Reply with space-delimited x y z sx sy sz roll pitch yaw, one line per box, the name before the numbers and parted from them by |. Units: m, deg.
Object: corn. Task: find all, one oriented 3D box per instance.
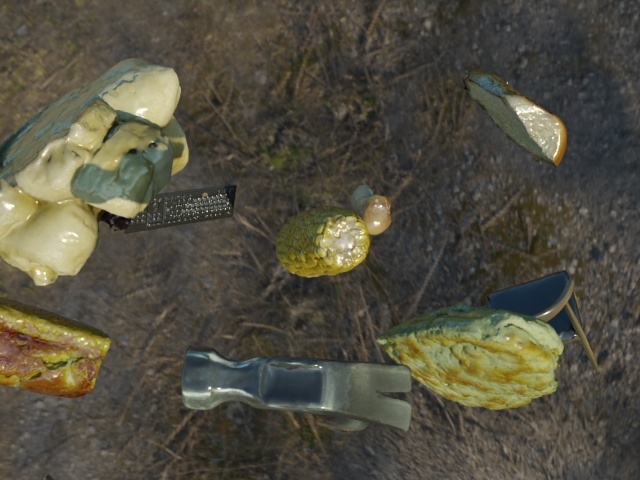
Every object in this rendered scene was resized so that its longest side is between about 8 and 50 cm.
corn | 0.000 0.000 1.160 0.101 0.310 0.102 1 84 -12

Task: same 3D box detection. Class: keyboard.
keyboard | -0.223 -0.051 1.336 0.198 0.064 0.010 -11 35 -36

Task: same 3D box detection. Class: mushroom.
mushroom | 0.102 -0.078 1.798 0.071 0.209 0.084 -2 108 -9

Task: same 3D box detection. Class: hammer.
hammer | 0.004 0.102 0.527 0.111 0.288 0.033 3 76 8

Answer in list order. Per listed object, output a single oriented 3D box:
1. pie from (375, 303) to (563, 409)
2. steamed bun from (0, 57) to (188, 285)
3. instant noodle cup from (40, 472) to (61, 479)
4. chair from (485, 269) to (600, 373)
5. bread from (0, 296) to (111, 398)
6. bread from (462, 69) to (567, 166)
pie | 0.188 0.139 1.026 0.248 0.201 0.090 -24 40 55
steamed bun | -0.177 -0.057 0.660 0.192 0.106 0.177 -33 26 10
instant noodle cup | -0.421 0.550 1.587 0.232 0.207 0.207 5 65 -18
chair | 0.420 0.152 1.619 0.188 0.272 0.166 -20 49 17
bread | -0.366 0.136 1.049 0.172 0.132 0.103 21 73 -23
bread | 0.221 -0.140 0.920 0.044 0.126 0.129 -45 31 9
